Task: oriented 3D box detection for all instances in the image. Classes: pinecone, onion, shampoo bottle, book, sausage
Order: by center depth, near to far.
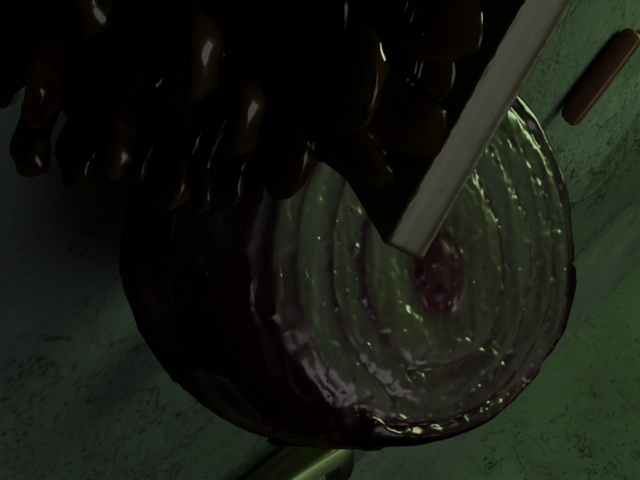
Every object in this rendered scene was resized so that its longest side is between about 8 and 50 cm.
[{"bbox_3d":[-0.062,-0.130,0.510,0.264,0.264,0.264,-41,157,-21],"label":"pinecone"},{"bbox_3d":[0.071,-0.124,0.573,0.026,0.161,0.230,19,112,-25],"label":"book"},{"bbox_3d":[0.000,0.000,0.834,0.337,0.260,0.281,-10,99,-41],"label":"onion"},{"bbox_3d":[-0.103,0.358,1.461,0.350,0.084,0.125,-34,152,-34],"label":"shampoo bottle"},{"bbox_3d":[0.358,-0.210,1.489,0.147,0.035,0.030,-55,-170,8],"label":"sausage"}]
